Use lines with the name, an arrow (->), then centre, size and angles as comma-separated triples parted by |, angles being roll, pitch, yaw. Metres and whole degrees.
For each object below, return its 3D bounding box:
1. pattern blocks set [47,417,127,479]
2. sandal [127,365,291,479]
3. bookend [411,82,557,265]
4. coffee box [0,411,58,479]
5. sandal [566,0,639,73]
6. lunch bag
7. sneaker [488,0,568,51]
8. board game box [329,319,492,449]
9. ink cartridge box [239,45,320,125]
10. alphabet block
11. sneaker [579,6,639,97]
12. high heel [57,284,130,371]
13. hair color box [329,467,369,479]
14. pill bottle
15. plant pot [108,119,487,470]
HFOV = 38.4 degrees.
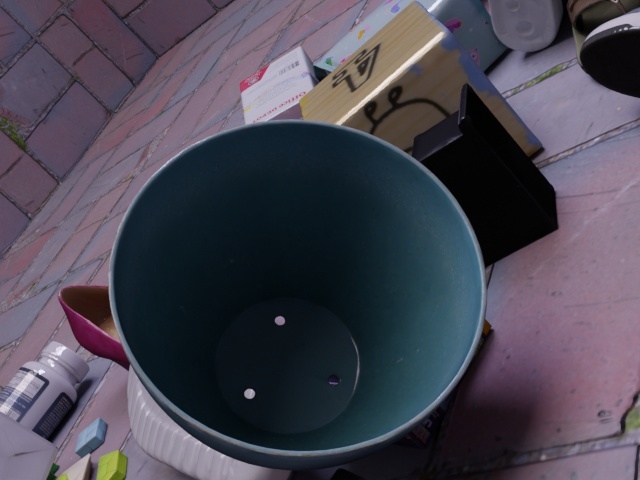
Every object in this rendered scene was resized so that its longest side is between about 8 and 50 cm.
pattern blocks set -> -0.370, 0.382, 1.234 | 0.285, 0.026, 0.325 | -43, 22, 3
sandal -> -0.121, 0.191, 1.048 | 0.416, 0.102, 0.169 | 23, 90, 60
bookend -> 0.133, -0.048, 0.945 | 0.157, 0.156, 0.072 | -32, 25, 30
coffee box -> -0.517, 0.398, 1.288 | 0.297, 0.119, 0.168 | -43, 20, 24
sandal -> 0.339, -0.288, 1.101 | 0.120, 0.086, 0.303 | -34, 24, 24
lunch bag -> 0.120, -0.282, 1.383 | 0.223, 0.160, 0.262 | -46, 27, -1
sneaker -> 0.281, -0.433, 1.189 | 0.130, 0.323, 0.236 | 8, 55, 21
board game box -> 0.067, 0.125, 0.898 | 0.170, 0.048, 0.141 | -7, 44, 56
ink cartridge box -> -0.044, -0.205, 1.511 | 0.128, 0.127, 0.176 | -28, 35, 12
alphabet block -> 0.111, -0.142, 1.106 | 0.197, 0.192, 0.193 | -41, 20, 12
sneaker -> 0.397, -0.241, 0.860 | 0.295, 0.124, 0.178 | -2, 52, 49
high heel -> -0.226, 0.111, 1.254 | 0.377, 0.181, 0.127 | -20, 32, 46
hair color box -> 0.086, 0.272, 0.517 | 0.185, 0.113, 0.374 | -52, 24, -19
pill bottle -> -0.464, 0.261, 1.505 | 0.108, 0.108, 0.180 | -11, 39, 54
plant pot -> -0.024, 0.071, 0.786 | 0.290, 0.290, 0.195 | -57, -11, -29
